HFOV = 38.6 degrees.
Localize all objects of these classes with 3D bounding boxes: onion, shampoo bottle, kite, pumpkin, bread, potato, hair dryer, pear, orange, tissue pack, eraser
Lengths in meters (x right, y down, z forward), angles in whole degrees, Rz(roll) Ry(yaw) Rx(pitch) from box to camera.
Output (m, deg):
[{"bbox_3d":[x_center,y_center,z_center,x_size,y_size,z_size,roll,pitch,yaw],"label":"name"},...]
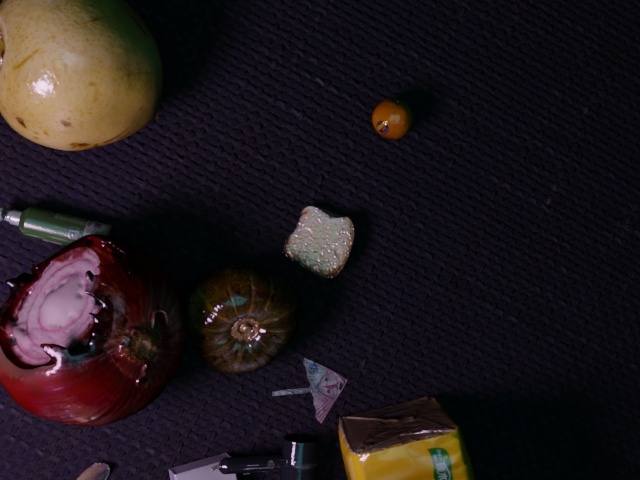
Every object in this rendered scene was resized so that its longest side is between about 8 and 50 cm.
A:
[{"bbox_3d":[-0.386,0.165,1.619,0.341,0.341,0.341,0,91,-8],"label":"onion"},{"bbox_3d":[-0.499,-0.026,1.716,0.205,0.065,0.065,14,89,-8],"label":"shampoo bottle"},{"bbox_3d":[-0.019,0.301,1.822,0.153,0.005,0.137,-15,93,-6],"label":"kite"},{"bbox_3d":[-0.155,0.144,1.732,0.219,0.162,0.219,-5,118,-9],"label":"pumpkin"},{"bbox_3d":[0.000,0.000,1.800,0.126,0.044,0.129,25,91,0],"label":"bread"},{"bbox_3d":[-0.443,0.466,1.756,0.037,0.036,0.093,29,65,28],"label":"potato"},{"bbox_3d":[-0.108,0.440,1.755,0.219,0.071,0.124,6,90,-27],"label":"hair dryer"},{"bbox_3d":[-0.430,-0.307,1.609,0.309,0.309,0.309,0,91,-8],"label":"pear"},{"bbox_3d":[0.142,-0.239,1.793,0.084,0.083,0.083,0,91,-8],"label":"orange"},{"bbox_3d":[0.184,0.516,1.714,0.228,0.293,0.381,-15,93,-2],"label":"tissue pack"},{"bbox_3d":[-0.211,0.530,1.761,0.125,0.068,0.210,-11,93,-20],"label":"eraser"}]
